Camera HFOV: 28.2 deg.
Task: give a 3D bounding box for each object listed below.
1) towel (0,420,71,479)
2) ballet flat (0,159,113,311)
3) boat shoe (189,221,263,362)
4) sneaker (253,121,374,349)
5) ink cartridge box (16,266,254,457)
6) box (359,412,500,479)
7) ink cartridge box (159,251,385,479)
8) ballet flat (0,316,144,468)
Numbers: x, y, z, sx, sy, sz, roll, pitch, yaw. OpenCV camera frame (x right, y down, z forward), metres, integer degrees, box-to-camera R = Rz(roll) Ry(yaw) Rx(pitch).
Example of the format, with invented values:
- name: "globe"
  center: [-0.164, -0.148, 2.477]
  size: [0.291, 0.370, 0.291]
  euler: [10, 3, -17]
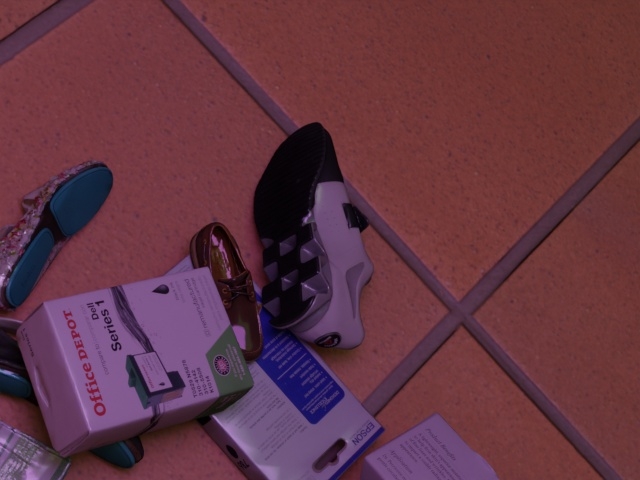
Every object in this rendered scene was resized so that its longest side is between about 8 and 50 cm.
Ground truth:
- name: "towel"
  center: [-0.375, 0.264, 1.462]
  size: [0.152, 0.023, 0.113]
  euler: [31, 62, -8]
- name: "ballet flat"
  center: [-0.346, -0.018, 1.547]
  size: [0.077, 0.091, 0.241]
  euler: [14, 50, 24]
- name: "boat shoe"
  center: [-0.112, 0.061, 1.547]
  size: [0.064, 0.060, 0.178]
  euler: [-13, 76, -25]
- name: "sneaker"
  center: [0.000, 0.000, 1.661]
  size: [0.146, 0.122, 0.330]
  euler: [33, 44, -38]
- name: "ink cartridge box"
  center: [-0.209, 0.134, 1.440]
  size: [0.219, 0.092, 0.160]
  euler: [-13, 73, -38]
- name: "box"
  center: [0.140, 0.339, 1.512]
  size: [0.119, 0.182, 0.181]
  euler: [-26, 55, -27]
- name: "ink cartridge box"
  center: [-0.089, 0.170, 1.584]
  size: [0.165, 0.065, 0.332]
  euler: [-40, 86, -29]
- name: "ballet flat"
  center: [-0.314, 0.158, 1.488]
  size: [0.280, 0.095, 0.096]
  euler: [32, 53, -8]
